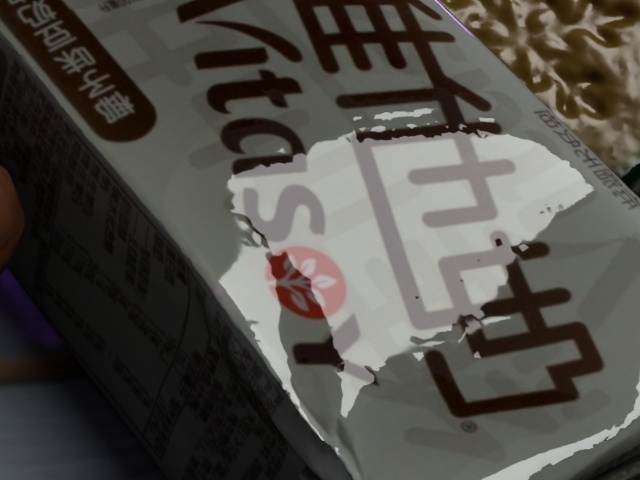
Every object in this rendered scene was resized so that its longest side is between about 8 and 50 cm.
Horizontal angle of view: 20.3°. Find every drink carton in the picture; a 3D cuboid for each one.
[{"bbox_3d":[0.000,0.000,0.740,0.194,0.132,0.324,-24,59,-31],"label":"drink carton"}]

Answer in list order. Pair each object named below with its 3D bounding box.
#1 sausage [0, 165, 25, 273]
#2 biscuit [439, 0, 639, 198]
[{"bbox_3d":[-0.235,0.016,0.592,0.326,0.079,0.087,-9,60,-49],"label":"sausage"},{"bbox_3d":[0.129,-0.114,0.994,0.287,0.057,0.344,-42,78,-15],"label":"biscuit"}]
